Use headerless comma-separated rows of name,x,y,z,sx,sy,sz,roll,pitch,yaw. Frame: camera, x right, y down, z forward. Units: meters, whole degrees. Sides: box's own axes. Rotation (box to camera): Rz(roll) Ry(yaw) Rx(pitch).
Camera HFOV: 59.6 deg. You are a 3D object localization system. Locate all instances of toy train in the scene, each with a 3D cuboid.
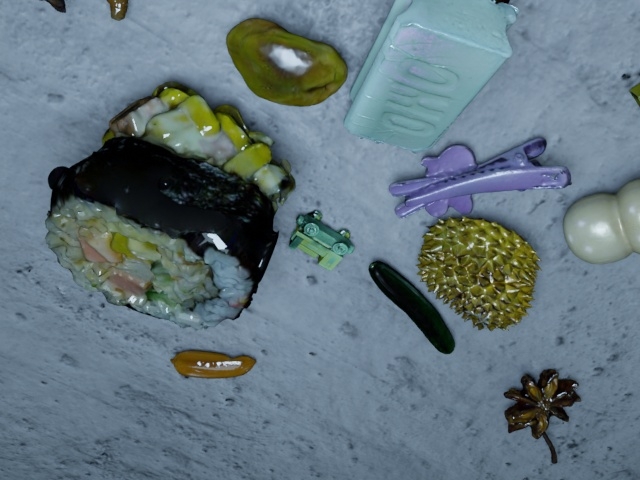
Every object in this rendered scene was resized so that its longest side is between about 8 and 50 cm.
toy train,0.000,0.000,1.015,0.122,0.050,0.081,30,125,-15

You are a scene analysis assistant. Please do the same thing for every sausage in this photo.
sausage,-0.228,0.264,1.183,0.183,0.054,0.062,5,149,-2

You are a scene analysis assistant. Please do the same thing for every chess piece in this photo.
chess piece,0.537,-0.041,0.872,0.299,0.167,0.167,-18,119,34

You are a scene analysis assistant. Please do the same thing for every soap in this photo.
soap,0.135,-0.226,0.774,0.150,0.094,0.261,20,156,-7

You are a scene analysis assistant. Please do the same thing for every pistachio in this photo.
pistachio,-0.054,-0.257,0.832,0.189,0.100,0.110,20,116,-10

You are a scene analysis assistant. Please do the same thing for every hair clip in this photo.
hair clip,0.258,-0.097,0.925,0.278,0.090,0.137,-7,133,17

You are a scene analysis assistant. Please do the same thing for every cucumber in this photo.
cucumber,0.182,0.129,1.078,0.056,0.056,0.284,-33,117,21

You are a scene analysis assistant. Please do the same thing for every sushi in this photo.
sushi,-0.219,-0.048,0.884,0.327,0.285,0.329,18,142,-1

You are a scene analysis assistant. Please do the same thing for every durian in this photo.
durian,0.276,0.065,0.981,0.249,0.138,0.183,35,156,-9

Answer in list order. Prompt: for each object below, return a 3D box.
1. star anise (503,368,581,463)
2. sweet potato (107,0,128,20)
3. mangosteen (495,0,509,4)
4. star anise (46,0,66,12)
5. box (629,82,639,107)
star anise,0.455,0.371,1.185,0.177,0.073,0.234,8,105,-10
sweet potato,-0.289,-0.469,0.718,0.112,0.112,0.359,5,124,1
mangosteen,0.190,-0.338,0.740,0.137,0.151,0.137,0,101,-2
star anise,-0.402,-0.418,0.704,0.272,0.102,0.272,26,138,25
box,0.625,-0.176,0.872,0.153,0.041,0.279,-37,112,24
